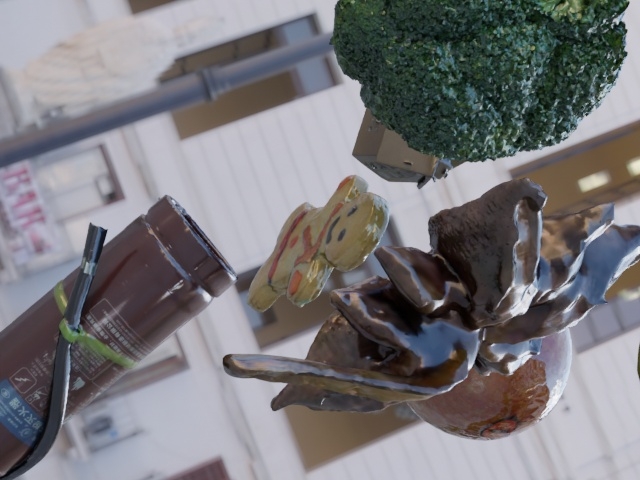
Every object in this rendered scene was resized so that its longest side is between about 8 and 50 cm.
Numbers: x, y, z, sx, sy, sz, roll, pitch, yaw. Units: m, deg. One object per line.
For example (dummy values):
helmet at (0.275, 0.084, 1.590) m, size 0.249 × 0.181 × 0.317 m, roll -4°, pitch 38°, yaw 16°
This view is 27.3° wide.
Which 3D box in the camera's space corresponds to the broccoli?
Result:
broccoli at (0.143, -0.188, 1.185) m, size 0.269 × 0.261 × 0.242 m, roll 47°, pitch 48°, yaw -74°

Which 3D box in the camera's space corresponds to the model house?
model house at (0.207, -0.174, 2.137) m, size 0.176 × 0.181 × 0.248 m, roll 29°, pitch -14°, yaw -40°

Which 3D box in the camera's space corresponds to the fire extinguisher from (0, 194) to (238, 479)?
fire extinguisher at (-0.232, 0.098, 1.077) m, size 0.141 × 0.341 × 0.105 m, roll 52°, pitch -2°, yaw -38°

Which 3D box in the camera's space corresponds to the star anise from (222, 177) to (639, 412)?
star anise at (0.103, 0.060, 1.016) m, size 0.349 × 0.292 × 0.109 m, roll 18°, pitch 31°, yaw -56°

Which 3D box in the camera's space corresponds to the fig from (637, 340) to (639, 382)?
fig at (0.490, 0.139, 1.527) m, size 0.230 × 0.207 × 0.207 m, roll -20°, pitch -88°, yaw 41°

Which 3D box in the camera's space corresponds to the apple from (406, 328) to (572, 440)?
apple at (0.267, 0.175, 2.038) m, size 0.250 × 0.277 × 0.309 m, roll 35°, pitch -22°, yaw -17°

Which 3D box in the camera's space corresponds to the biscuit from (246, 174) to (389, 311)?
biscuit at (0.000, 0.000, 1.361) m, size 0.030 × 0.153 × 0.234 m, roll 31°, pitch -19°, yaw -19°
